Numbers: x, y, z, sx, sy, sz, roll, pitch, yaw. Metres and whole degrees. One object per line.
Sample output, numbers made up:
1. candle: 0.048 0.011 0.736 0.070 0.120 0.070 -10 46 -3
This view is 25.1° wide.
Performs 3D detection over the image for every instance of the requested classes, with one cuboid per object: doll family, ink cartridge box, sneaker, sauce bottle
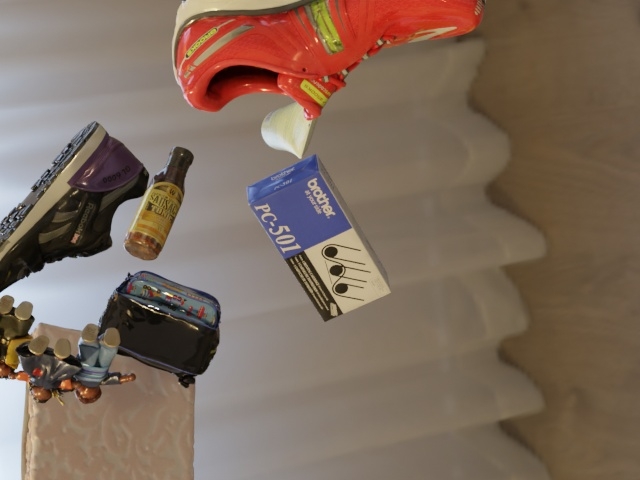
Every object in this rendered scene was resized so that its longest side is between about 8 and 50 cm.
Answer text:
1. doll family: -0.279 0.116 1.405 0.076 0.193 0.111 -68 -1 -47
2. ink cartridge box: 0.000 0.000 1.770 0.207 0.097 0.046 59 -168 -33
3. sneaker: -0.329 -0.005 1.809 0.124 0.283 0.107 42 178 -19
4. sauce bottle: -0.165 -0.041 1.492 0.042 0.042 0.128 -33 34 55
5. sneaker: 0.008 -0.162 1.233 0.279 0.107 0.118 -8 69 15

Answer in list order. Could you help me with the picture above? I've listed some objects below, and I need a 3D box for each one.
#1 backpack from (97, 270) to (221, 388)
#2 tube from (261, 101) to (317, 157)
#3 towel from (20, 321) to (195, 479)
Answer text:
1. backpack: -0.207 0.110 1.898 0.173 0.158 0.117 -103 34 -87
2. tube: -0.034 -0.155 1.984 0.070 0.062 0.240 65 171 -6
3. towel: -0.331 0.316 2.275 0.053 0.317 0.332 -22 61 45
